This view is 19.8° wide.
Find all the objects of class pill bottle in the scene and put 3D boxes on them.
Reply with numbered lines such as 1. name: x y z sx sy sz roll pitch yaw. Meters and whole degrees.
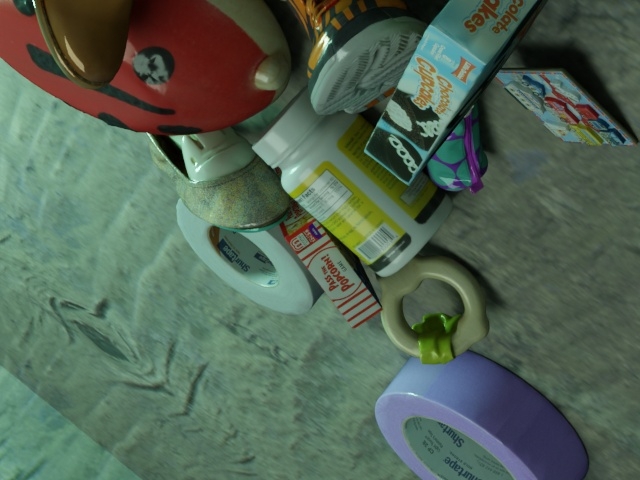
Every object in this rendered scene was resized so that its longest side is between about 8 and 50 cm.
1. pill bottle: 0.033 -0.069 2.015 0.208 0.119 0.119 43 156 -6

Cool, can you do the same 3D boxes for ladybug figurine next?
1. ladybug figurine: -0.231 -0.242 2.034 0.449 0.162 0.305 23 151 32

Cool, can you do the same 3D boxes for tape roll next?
1. tape roll: -0.078 -0.004 2.342 0.219 0.072 0.219 31 154 16
2. tape roll: 0.207 0.258 2.373 0.275 0.090 0.275 32 156 16

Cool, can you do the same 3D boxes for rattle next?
1. rattle: 0.125 0.041 2.184 0.130 0.143 0.199 -37 87 33

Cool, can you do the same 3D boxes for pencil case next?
1. pencil case: 0.134 -0.116 1.858 0.070 0.064 0.151 42 161 32

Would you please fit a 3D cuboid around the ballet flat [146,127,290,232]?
1. ballet flat: -0.138 -0.100 2.154 0.316 0.107 0.106 32 148 56

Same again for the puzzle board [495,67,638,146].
1. puzzle board: 0.229 -0.125 1.737 0.128 0.011 0.096 39 160 -35

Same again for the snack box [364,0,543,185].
1. snack box: 0.136 -0.176 1.557 0.060 0.187 0.322 37 164 3

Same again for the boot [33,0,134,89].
1. boot: -0.170 -0.294 1.794 0.220 0.283 0.109 0 174 42

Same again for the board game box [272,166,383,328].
1. board game box: 0.000 0.000 2.149 0.147 0.045 0.193 54 -174 -24

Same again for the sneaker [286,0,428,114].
1. sneaker: 0.008 -0.216 1.678 0.180 0.124 0.321 59 -179 2
